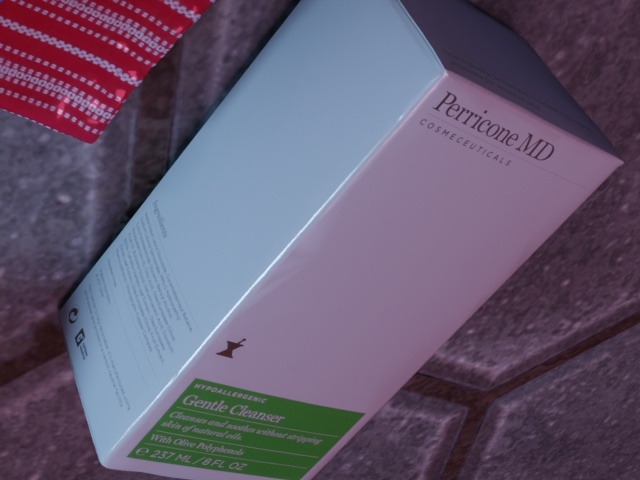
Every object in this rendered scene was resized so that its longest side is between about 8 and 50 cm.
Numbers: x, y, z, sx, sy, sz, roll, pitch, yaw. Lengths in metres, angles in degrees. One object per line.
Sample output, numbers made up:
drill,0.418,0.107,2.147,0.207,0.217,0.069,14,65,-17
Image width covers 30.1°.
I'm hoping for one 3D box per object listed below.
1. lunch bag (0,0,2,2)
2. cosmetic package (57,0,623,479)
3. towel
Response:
lunch bag,-0.276,-0.151,0.506,0.293,0.138,0.221,-22,140,-4
cosmetic package,0.000,0.000,0.833,0.197,0.155,0.365,17,124,-40
towel,-0.125,-0.168,0.646,0.198,0.031,0.275,21,128,-43
